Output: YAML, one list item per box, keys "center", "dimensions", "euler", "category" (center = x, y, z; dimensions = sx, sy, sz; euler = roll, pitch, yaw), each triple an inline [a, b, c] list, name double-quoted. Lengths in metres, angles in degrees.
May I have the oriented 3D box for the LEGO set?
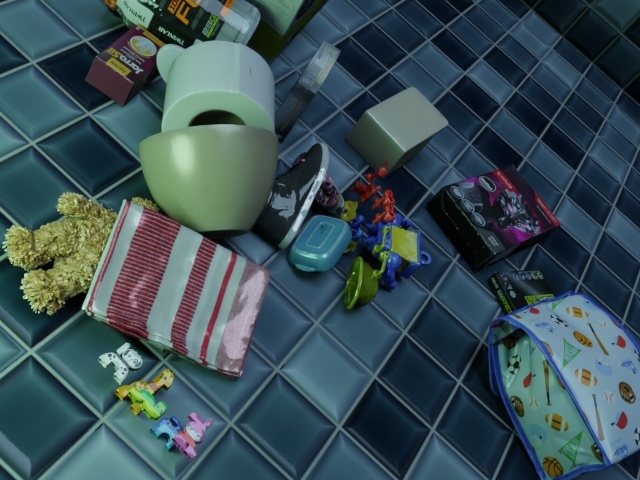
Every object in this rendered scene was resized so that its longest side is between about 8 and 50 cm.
- center: [-0.271, 0.266, 1.380]
  dimensions: [0.227, 0.087, 0.093]
  euler: [46, 57, 6]
  category: "LEGO set"

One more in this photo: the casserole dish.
- center: [0.000, 0.000, 1.810]
  dimensions: [0.114, 0.037, 0.188]
  euler: [14, 40, 18]
  category: "casserole dish"

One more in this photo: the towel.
- center: [-0.251, 0.092, 1.492]
  dimensions: [0.329, 0.037, 0.237]
  euler: [29, 59, -28]
  category: "towel"

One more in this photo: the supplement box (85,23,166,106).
- center: [-0.434, -0.401, 1.842]
  dimensions: [0.104, 0.081, 0.188]
  euler: [36, 42, -6]
  category: "supplement box"

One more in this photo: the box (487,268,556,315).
- center: [0.548, 0.164, 2.108]
  dimensions: [0.190, 0.045, 0.184]
  euler: [0, 53, -36]
  category: "box"

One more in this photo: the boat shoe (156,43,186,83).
- center: [-0.276, -0.377, 1.900]
  dimensions: [0.267, 0.096, 0.088]
  euler: [31, 26, -34]
  category: "boat shoe"

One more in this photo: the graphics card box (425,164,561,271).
- center: [0.482, -0.070, 2.226]
  dimensions: [0.371, 0.094, 0.233]
  euler: [-18, 67, -43]
  category: "graphics card box"

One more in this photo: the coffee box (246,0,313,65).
- center: [-0.135, -0.732, 2.093]
  dimensions: [0.338, 0.334, 0.338]
  euler: [37, 61, -4]
  category: "coffee box"

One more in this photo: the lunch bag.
- center: [0.578, 0.319, 1.858]
  dimensions: [0.327, 0.239, 0.386]
  euler: [-12, 70, -40]
  category: "lunch bag"

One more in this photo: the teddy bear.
- center: [-0.406, 0.017, 1.482]
  dimensions: [0.338, 0.113, 0.245]
  euler: [1, 57, -35]
  category: "teddy bear"

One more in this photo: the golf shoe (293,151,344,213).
- center: [-0.004, -0.134, 1.955]
  dimensions: [0.186, 0.067, 0.086]
  euler: [58, 6, 30]
  category: "golf shoe"

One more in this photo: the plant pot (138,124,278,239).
- center: [-0.219, -0.104, 1.637]
  dimensions: [0.284, 0.284, 0.191]
  euler: [0, 81, -36]
  category: "plant pot"

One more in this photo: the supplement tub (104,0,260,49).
- center: [-0.331, -0.552, 1.953]
  dimensions: [0.338, 0.207, 0.207]
  euler: [29, 43, -13]
  category: "supplement tub"

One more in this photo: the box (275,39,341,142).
- center: [-0.043, -0.376, 2.034]
  dimensions: [0.056, 0.183, 0.231]
  euler: [33, 41, -8]
  category: "box"

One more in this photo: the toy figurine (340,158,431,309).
- center: [0.182, 0.018, 1.867]
  dimensions: [0.217, 0.191, 0.363]
  euler: [26, 44, -23]
  category: "toy figurine"

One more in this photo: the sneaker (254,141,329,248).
- center: [-0.084, -0.136, 1.823]
  dimensions: [0.147, 0.104, 0.296]
  euler: [31, 58, -14]
  category: "sneaker"

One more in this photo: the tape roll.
- center: [-0.222, -0.293, 1.784]
  dimensions: [0.246, 0.246, 0.169]
  euler: [18, 45, -23]
  category: "tape roll"

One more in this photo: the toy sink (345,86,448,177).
- center: [0.207, -0.293, 2.186]
  dimensions: [0.153, 0.131, 0.234]
  euler: [47, 47, 7]
  category: "toy sink"
